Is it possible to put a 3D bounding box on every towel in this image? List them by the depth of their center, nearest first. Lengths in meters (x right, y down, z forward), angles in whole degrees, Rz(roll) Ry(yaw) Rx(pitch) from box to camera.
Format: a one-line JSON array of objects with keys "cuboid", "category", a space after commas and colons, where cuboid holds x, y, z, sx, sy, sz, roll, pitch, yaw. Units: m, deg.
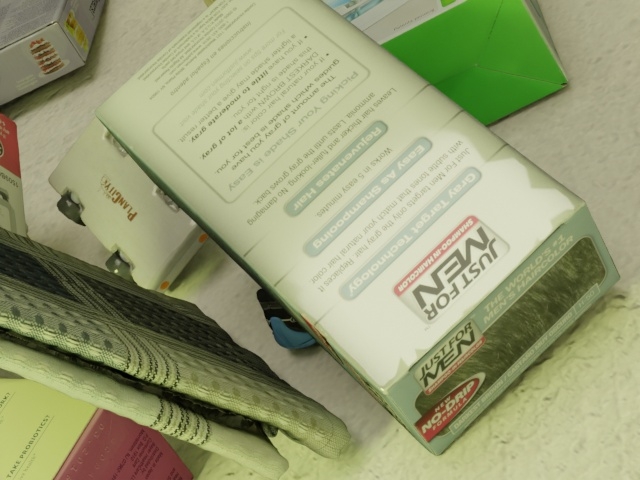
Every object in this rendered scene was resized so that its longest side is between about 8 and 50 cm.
[{"cuboid": [-0.168, 0.065, 1.211, 0.312, 0.324, 0.056, 31, 97, 58], "category": "towel"}]

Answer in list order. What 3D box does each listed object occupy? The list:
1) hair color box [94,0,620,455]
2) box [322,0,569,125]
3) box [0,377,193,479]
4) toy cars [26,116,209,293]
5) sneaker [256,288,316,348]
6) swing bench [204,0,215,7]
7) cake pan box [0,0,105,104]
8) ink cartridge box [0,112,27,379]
[{"cuboid": [0.017, -0.037, 1.229, 0.185, 0.113, 0.374, -43, 52, -6], "category": "hair color box"}, {"cuboid": [0.061, -0.180, 1.486, 0.262, 0.127, 0.231, -25, 35, 14], "category": "box"}, {"cuboid": [-0.256, 0.218, 1.242, 0.243, 0.117, 0.214, -3, 44, 37], "category": "box"}, {"cuboid": [-0.245, -0.016, 1.566, 0.393, 0.087, 0.177, -5, 69, 33], "category": "toy cars"}, {"cuboid": [0.000, 0.000, 1.342, 0.067, 0.078, 0.188, -8, 40, 33], "category": "sneaker"}, {"cuboid": [-0.009, -0.357, 1.749, 0.253, 0.165, 0.255, -17, 31, 25], "category": "swing bench"}, {"cuboid": [-0.386, -0.230, 1.971, 0.266, 0.070, 0.246, -24, 26, 13], "category": "cake pan box"}, {"cuboid": [-0.354, -0.002, 1.445, 0.117, 0.207, 0.283, -22, 60, 20], "category": "ink cartridge box"}]
